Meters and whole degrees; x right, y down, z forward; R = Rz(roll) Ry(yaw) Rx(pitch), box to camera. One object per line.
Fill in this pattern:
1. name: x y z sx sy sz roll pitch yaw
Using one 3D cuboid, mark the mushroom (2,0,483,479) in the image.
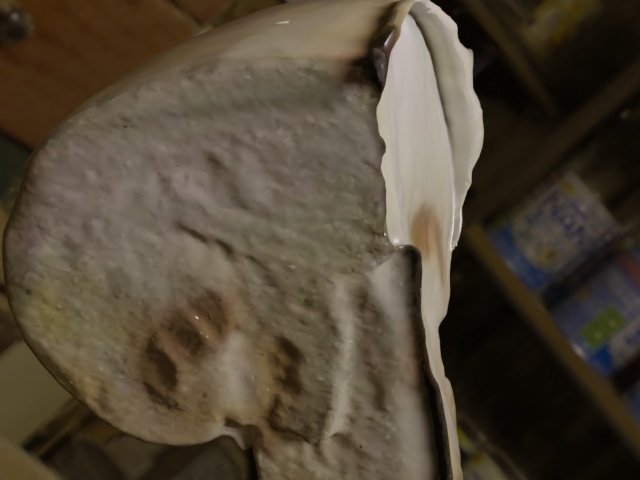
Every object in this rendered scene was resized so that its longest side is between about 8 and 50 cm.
1. mushroom: -0.023 -0.008 0.664 0.162 0.173 0.236 -64 150 -53
